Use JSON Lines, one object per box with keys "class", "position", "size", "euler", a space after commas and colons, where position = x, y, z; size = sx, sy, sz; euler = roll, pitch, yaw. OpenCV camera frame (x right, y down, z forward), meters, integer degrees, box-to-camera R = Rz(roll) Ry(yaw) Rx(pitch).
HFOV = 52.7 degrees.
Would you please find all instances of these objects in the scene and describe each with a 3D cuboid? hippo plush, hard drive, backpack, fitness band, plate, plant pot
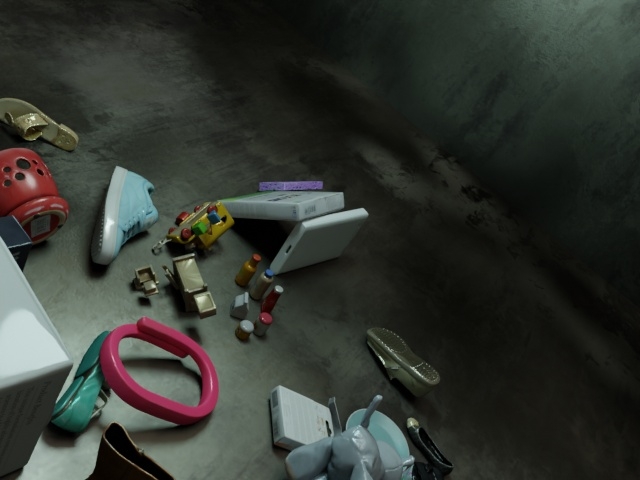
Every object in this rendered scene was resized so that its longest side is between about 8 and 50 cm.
{"class": "hippo plush", "position": [0.070, 0.514, 1.439], "size": [0.236, 0.234, 0.294], "euler": [37, 50, -55]}
{"class": "hard drive", "position": [0.000, 0.000, 1.992], "size": [0.307, 0.203, 0.040], "euler": [-13, 55, -49]}
{"class": "backpack", "position": [0.236, 0.613, 1.510], "size": [0.152, 0.115, 0.182], "euler": [32, 30, -26]}
{"class": "fitness band", "position": [-0.343, 0.284, 1.400], "size": [0.290, 0.054, 0.209], "euler": [34, 31, -37]}
{"class": "plate", "position": [0.141, 0.513, 1.634], "size": [0.188, 0.024, 0.188], "euler": [23, 35, -17]}
{"class": "plant pot", "position": [-0.701, -0.090, 1.501], "size": [0.174, 0.191, 0.191], "euler": [53, 36, 14]}

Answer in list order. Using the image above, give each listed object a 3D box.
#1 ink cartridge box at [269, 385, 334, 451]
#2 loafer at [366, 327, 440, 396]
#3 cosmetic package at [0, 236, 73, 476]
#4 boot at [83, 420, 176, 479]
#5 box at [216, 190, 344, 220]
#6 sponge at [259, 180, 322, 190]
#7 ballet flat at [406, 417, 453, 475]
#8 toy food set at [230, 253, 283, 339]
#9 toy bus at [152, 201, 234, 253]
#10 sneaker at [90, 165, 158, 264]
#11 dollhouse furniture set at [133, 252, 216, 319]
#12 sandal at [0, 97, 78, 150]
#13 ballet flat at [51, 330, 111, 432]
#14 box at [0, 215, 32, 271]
{"class": "ink cartridge box", "position": [-0.042, 0.445, 1.560], "size": [0.179, 0.045, 0.145], "euler": [36, 27, -34]}
{"class": "loafer", "position": [0.220, 0.350, 1.855], "size": [0.101, 0.092, 0.268], "euler": [0, 30, -44]}
{"class": "cosmetic package", "position": [-0.671, 0.220, 1.000], "size": [0.393, 0.329, 0.327], "euler": [-14, 56, -50]}
{"class": "boot", "position": [-0.290, 0.459, 1.080], "size": [0.264, 0.280, 0.096], "euler": [43, 34, 12]}
{"class": "box", "position": [-0.123, -0.110, 1.979], "size": [0.321, 0.059, 0.232], "euler": [6, 14, 36]}
{"class": "sponge", "position": [-0.099, -0.187, 2.220], "size": [0.117, 0.031, 0.210], "euler": [2, 5, 38]}
{"class": "ballet flat", "position": [0.291, 0.539, 1.709], "size": [0.057, 0.049, 0.173], "euler": [-8, 52, -48]}
{"class": "toy food set", "position": [-0.169, 0.153, 1.737], "size": [0.111, 0.104, 0.232], "euler": [22, 35, -19]}
{"class": "toy bus", "position": [-0.337, -0.021, 1.802], "size": [0.104, 0.202, 0.191], "euler": [57, 18, -23]}
{"class": "sneaker", "position": [-0.499, -0.066, 1.696], "size": [0.150, 0.135, 0.366], "euler": [17, 38, -20]}
{"class": "dollhouse furniture set", "position": [-0.365, 0.149, 1.615], "size": [0.160, 0.101, 0.182], "euler": [-15, 54, -20]}
{"class": "sandal", "position": [-0.793, -0.311, 1.786], "size": [0.240, 0.088, 0.079], "euler": [26, 28, -22]}
{"class": "ballet flat", "position": [-0.468, 0.296, 1.332], "size": [0.087, 0.083, 0.247], "euler": [50, 27, -23]}
{"class": "box", "position": [-0.710, 0.044, 1.347], "size": [0.093, 0.156, 0.158], "euler": [47, 34, 19]}
